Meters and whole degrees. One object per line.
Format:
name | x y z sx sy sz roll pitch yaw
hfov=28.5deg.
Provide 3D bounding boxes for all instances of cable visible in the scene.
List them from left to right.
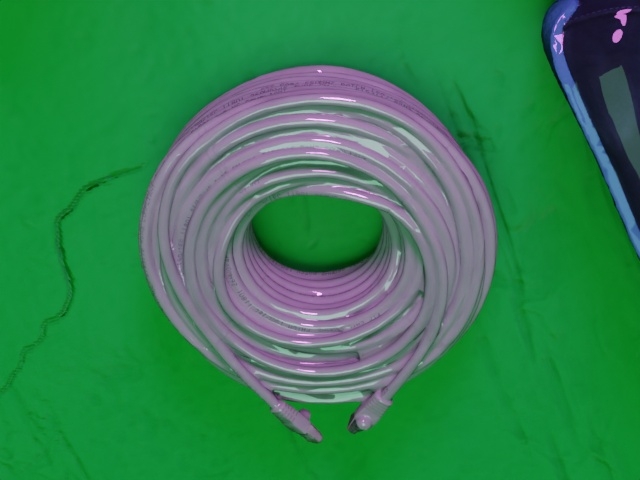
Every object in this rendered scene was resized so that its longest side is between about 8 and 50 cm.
cable | 0.000 0.000 0.914 0.257 0.089 0.257 40 115 -18

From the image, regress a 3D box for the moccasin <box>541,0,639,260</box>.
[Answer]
moccasin | 0.265 -0.023 0.853 0.116 0.138 0.342 -25 117 13
